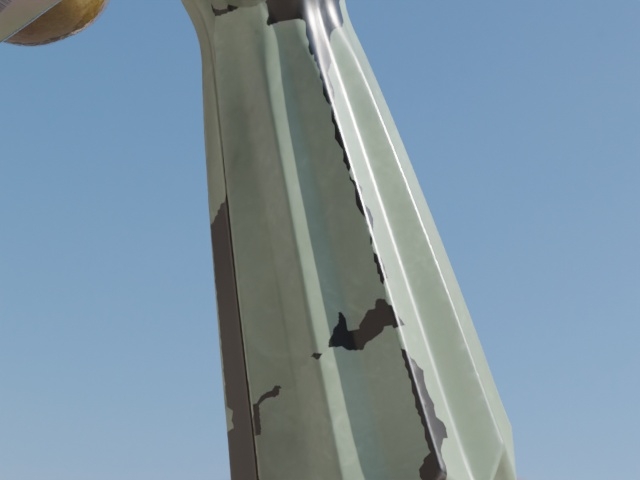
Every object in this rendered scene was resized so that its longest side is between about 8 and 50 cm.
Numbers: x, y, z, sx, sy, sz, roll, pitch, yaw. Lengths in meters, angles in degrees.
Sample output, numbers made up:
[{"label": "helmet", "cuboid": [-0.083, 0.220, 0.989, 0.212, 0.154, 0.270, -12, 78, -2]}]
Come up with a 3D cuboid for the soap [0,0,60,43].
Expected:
[{"label": "soap", "cuboid": [-0.244, -0.265, 0.948, 0.199, 0.182, 0.138, 32, -25, -23]}]

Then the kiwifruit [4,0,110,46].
[{"label": "kiwifruit", "cuboid": [-0.303, -0.297, 1.378, 0.196, 0.196, 0.234, 3, -29, 20]}]

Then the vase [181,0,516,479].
[{"label": "vase", "cuboid": [0.000, 0.000, 0.785, 0.165, 0.360, 0.165, -13, 2, 0]}]
